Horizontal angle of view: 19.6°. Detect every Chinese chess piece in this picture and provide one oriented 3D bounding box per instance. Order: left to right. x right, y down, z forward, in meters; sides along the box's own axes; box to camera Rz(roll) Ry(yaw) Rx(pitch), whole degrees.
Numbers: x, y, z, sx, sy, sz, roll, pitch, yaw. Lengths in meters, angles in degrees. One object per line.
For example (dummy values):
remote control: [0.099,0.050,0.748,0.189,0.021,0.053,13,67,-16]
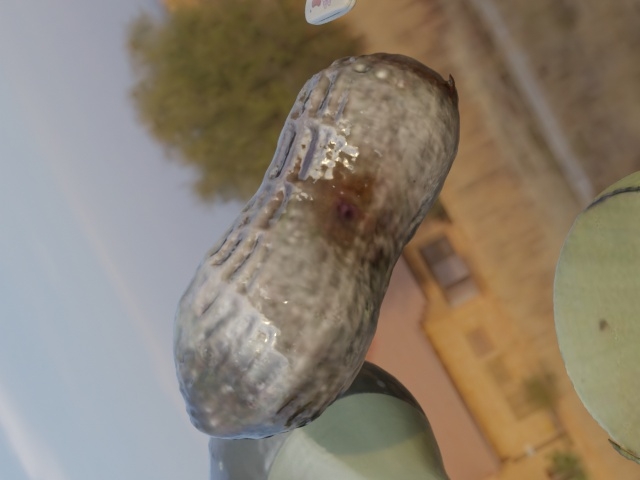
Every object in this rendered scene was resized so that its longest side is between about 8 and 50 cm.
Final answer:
Chinese chess piece: [0.225,0.046,1.115,0.188,0.083,0.188,20,116,48]

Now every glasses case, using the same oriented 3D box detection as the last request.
glasses case: [0.009,-0.204,1.567,0.083,0.021,0.032,-12,69,63]

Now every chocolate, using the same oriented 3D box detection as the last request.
chocolate: [0.000,0.000,1.028,0.110,0.248,0.110,23,165,7]

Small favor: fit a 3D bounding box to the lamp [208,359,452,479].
lamp: [0.029,0.210,1.372,0.314,0.182,0.182,51,172,49]
